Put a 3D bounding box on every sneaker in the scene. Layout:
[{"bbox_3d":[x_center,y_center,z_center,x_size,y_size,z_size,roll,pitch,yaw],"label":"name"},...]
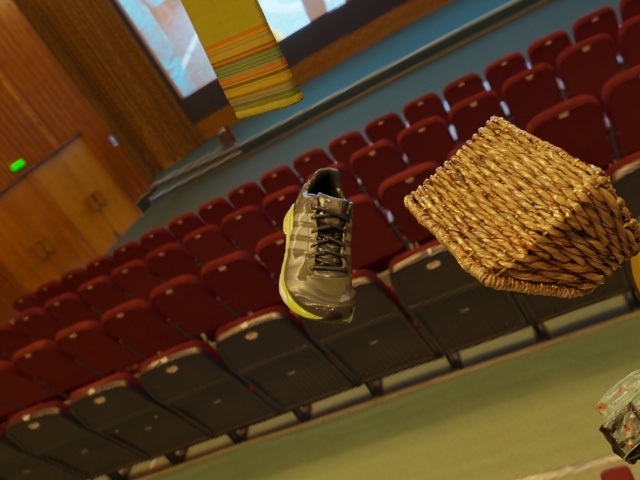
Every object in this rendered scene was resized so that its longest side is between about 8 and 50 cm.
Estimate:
[{"bbox_3d":[0.000,0.000,0.906,0.111,0.121,0.300,7,37,-15],"label":"sneaker"}]

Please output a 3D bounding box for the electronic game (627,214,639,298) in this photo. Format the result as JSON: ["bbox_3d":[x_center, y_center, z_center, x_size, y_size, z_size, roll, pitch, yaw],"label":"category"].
[{"bbox_3d":[0.544,0.022,0.869,0.048,0.229,0.229,4,7,-29],"label":"electronic game"}]

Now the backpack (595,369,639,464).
[{"bbox_3d":[0.658,0.334,1.212,0.188,0.166,0.144,-50,45,30],"label":"backpack"}]

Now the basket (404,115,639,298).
[{"bbox_3d":[0.313,-0.021,0.972,0.223,0.213,0.299,-44,32,6],"label":"basket"}]

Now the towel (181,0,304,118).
[{"bbox_3d":[-0.099,-0.243,0.635,0.102,0.237,0.021,-3,31,42],"label":"towel"}]
